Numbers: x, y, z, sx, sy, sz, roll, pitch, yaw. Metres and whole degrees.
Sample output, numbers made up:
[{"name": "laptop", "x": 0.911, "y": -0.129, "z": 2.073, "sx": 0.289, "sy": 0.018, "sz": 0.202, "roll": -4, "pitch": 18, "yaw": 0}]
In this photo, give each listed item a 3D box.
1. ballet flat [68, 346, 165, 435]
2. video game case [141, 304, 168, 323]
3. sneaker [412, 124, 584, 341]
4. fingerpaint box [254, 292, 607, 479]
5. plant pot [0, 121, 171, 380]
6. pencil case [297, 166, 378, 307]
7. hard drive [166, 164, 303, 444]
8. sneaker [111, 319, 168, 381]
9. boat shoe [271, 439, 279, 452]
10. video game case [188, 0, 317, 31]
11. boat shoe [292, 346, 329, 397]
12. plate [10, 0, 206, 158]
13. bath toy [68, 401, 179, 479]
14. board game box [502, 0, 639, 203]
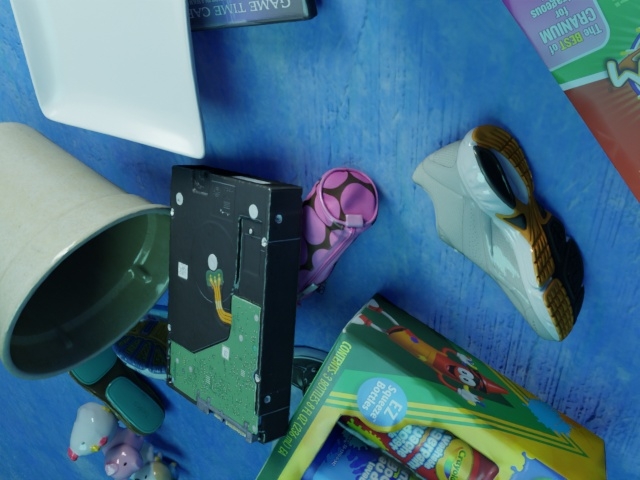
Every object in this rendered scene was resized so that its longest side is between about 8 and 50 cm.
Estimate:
[{"name": "ballet flat", "x": -0.472, "y": 0.287, "z": 1.459, "sx": 0.342, "sy": 0.116, "sz": 0.124, "roll": 53, "pitch": 155, "yaw": -19}, {"name": "video game case", "x": -0.292, "y": 0.195, "z": 1.305, "sx": 0.119, "sy": 0.015, "sz": 0.166, "roll": 4, "pitch": 126, "yaw": 33}, {"name": "sneaker", "x": 0.200, "y": 0.000, "z": 0.751, "sx": 0.121, "sy": 0.099, "sz": 0.262, "roll": -15, "pitch": 108, "yaw": 50}, {"name": "fingerpaint box", "x": 0.108, "y": 0.368, "z": 0.933, "sx": 0.371, "sy": 0.163, "sz": 0.445, "roll": 33, "pitch": 113, "yaw": 11}, {"name": "plant pot", "x": -0.434, "y": -0.010, "z": 1.042, "sx": 0.305, "sy": 0.334, "sz": 0.334, "roll": 40, "pitch": 139, "yaw": 17}, {"name": "pencil case", "x": 0.000, "y": 0.000, "z": 0.876, "sx": 0.095, "sy": 0.098, "sz": 0.209, "roll": 15, "pitch": 142, "yaw": -16}, {"name": "hard drive", "x": -0.126, "y": 0.077, "z": 0.912, "sx": 0.237, "sy": 0.064, "sz": 0.339, "roll": 15, "pitch": 105, "yaw": 46}, {"name": "sneaker", "x": -0.252, "y": 0.245, "z": 1.233, "sx": 0.296, "sy": 0.112, "sz": 0.131, "roll": 16, "pitch": 135, "yaw": 14}, {"name": "boat shoe", "x": -0.036, "y": 0.458, "z": 1.319, "sx": 0.065, "sy": 0.083, "sz": 0.183, "roll": -19, "pitch": 86, "yaw": 43}, {"name": "video game case", "x": -0.118, "y": -0.361, "z": 0.690, "sx": 0.196, "sy": 0.026, "sz": 0.274, "roll": 5, "pitch": 125, "yaw": 29}, {"name": "boat shoe", "x": 0.011, "y": 0.239, "z": 1.085, "sx": 0.228, "sy": 0.076, "sz": 0.080, "roll": 12, "pitch": 131, "yaw": 27}, {"name": "plate", "x": -0.257, "y": -0.255, "z": 0.805, "sx": 0.278, "sy": 0.045, "sz": 0.277, "roll": 16, "pitch": 130, "yaw": 22}, {"name": "bath toy", "x": -0.455, "y": 0.508, "z": 1.544, "sx": 0.151, "sy": 0.129, "sz": 0.348, "roll": 6, "pitch": 143, "yaw": 34}, {"name": "board game box", "x": 0.314, "y": -0.175, "z": 0.532, "sx": 0.316, "sy": 0.064, "sz": 0.242, "roll": 50, "pitch": 137, "yaw": -11}]
